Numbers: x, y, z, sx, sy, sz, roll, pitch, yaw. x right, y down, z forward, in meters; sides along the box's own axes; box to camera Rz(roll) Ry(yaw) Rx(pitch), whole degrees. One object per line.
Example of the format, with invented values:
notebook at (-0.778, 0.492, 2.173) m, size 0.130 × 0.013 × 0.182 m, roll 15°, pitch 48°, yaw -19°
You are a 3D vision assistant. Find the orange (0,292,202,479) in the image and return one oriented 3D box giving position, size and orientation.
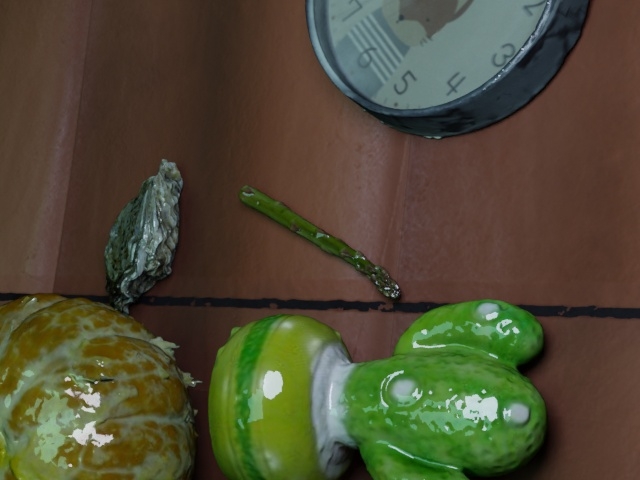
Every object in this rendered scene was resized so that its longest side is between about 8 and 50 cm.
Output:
orange at (-0.281, 0.222, 1.630) m, size 0.329 × 0.249 × 0.329 m, roll -8°, pitch 78°, yaw 38°

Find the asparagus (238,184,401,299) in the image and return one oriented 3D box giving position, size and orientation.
asparagus at (0.000, 0.000, 1.616) m, size 0.248 × 0.024 × 0.025 m, roll 33°, pitch 106°, yaw 35°

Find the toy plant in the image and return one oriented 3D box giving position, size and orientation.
toy plant at (0.063, 0.164, 1.454) m, size 0.315 × 0.184 × 0.224 m, roll -5°, pitch 58°, yaw 24°

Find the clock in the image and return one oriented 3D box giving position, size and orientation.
clock at (0.127, -0.270, 1.561) m, size 0.325 × 0.067 × 0.325 m, roll -9°, pitch 74°, yaw 34°

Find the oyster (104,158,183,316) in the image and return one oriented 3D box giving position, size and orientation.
oyster at (-0.205, 0.001, 1.745) m, size 0.177 × 0.064 × 0.125 m, roll -59°, pitch 39°, yaw 22°
